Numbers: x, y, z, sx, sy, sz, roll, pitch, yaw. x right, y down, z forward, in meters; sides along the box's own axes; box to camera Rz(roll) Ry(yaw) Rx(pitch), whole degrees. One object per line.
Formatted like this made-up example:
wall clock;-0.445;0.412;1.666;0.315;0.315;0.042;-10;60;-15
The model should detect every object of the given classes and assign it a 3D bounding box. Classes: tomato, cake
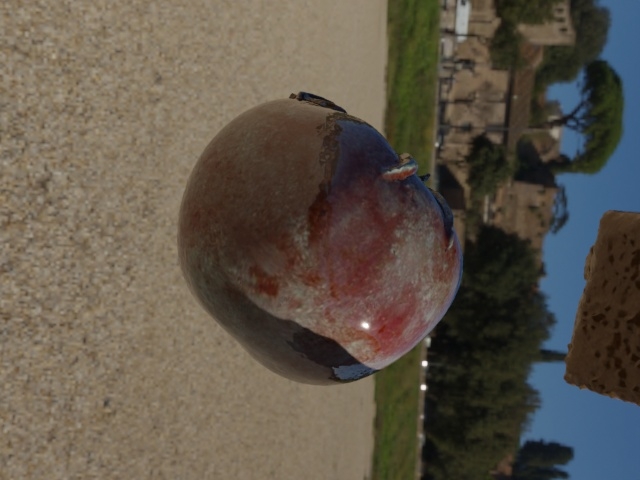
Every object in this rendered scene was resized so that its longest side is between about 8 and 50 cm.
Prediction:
tomato;0.000;0.000;0.904;0.282;0.316;0.317;-46;168;-4
cake;0.480;0.090;1.005;0.282;0.290;0.256;8;-94;66
